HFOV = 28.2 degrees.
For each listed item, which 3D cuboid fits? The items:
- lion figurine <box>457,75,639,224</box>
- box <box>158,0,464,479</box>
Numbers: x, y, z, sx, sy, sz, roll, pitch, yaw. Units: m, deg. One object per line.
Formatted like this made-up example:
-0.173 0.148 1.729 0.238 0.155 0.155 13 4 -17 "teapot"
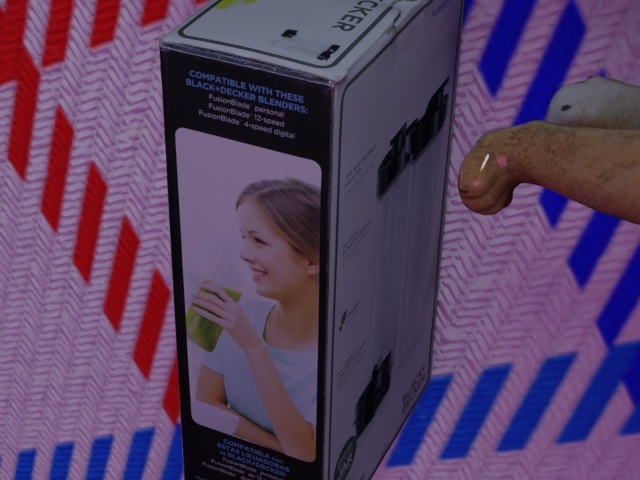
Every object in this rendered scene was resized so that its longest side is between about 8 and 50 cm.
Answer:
0.188 -0.100 0.450 0.240 0.142 0.392 14 113 35 "lion figurine"
0.000 0.000 0.666 0.087 0.169 0.290 16 128 19 "box"
